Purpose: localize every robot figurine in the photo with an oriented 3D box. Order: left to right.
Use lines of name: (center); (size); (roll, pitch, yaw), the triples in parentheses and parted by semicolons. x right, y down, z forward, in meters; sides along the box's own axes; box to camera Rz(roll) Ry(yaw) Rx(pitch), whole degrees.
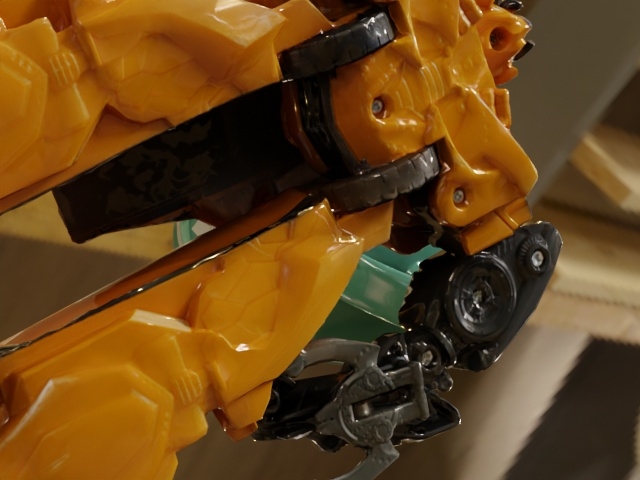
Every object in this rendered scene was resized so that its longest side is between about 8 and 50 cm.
robot figurine: (-0.058, -0.011, 0.492); (0.291, 0.085, 0.211); (-27, -74, -30)

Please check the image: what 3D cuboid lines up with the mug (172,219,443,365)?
mug: (-0.003, -0.008, 0.866); (0.157, 0.129, 0.097); (-14, -20, 43)
